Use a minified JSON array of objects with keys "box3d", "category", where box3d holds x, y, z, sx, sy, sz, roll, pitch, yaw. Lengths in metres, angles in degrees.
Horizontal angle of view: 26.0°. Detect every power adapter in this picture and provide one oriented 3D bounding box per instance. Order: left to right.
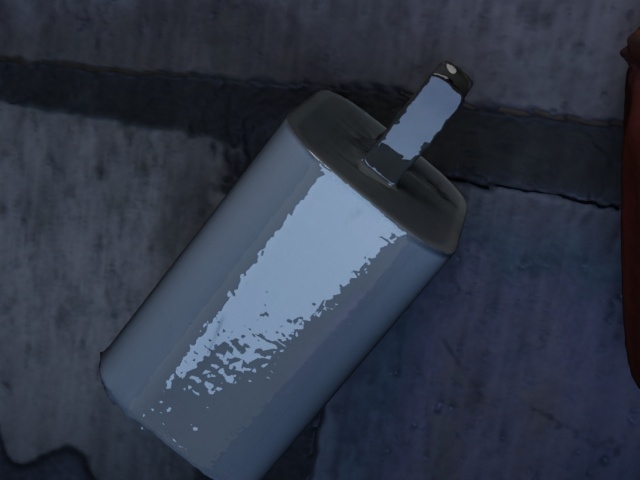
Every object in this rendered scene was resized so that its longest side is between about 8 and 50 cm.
[{"box3d":[0.000,0.000,0.825,0.124,0.187,0.255,38,107,-2],"category":"power adapter"}]

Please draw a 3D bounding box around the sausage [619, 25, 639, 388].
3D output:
[{"box3d":[0.241,-0.009,0.808,0.148,0.148,0.254,0,103,9],"category":"sausage"}]
